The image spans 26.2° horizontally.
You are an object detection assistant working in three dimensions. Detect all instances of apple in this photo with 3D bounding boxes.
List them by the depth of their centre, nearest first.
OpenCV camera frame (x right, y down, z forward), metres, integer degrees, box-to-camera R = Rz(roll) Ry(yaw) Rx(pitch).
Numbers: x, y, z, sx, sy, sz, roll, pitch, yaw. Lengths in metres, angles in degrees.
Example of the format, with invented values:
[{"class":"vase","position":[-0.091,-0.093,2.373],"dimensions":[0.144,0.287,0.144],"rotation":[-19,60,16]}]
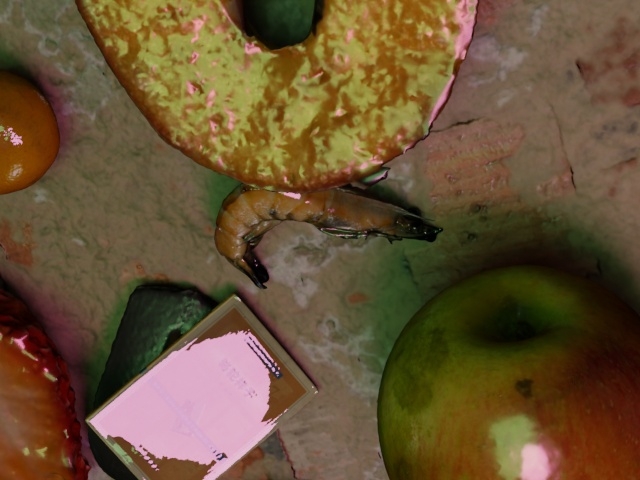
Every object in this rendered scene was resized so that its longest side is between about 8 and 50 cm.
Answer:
[{"class":"apple","position":[0.225,0.189,1.498],"dimensions":[0.340,0.339,0.339],"rotation":[5,111,13]}]

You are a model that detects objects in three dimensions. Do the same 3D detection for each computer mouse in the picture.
[{"class":"computer mouse","position":[-0.201,0.200,1.744],"dimensions":[0.168,0.087,0.295],"rotation":[18,111,4]}]

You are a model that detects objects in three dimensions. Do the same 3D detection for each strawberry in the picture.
[{"class":"strawberry","position":[-0.422,0.203,1.784],"dimensions":[0.265,0.149,0.336],"rotation":[-26,111,15]}]

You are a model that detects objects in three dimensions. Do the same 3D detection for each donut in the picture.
[{"class":"donut","position":[-0.044,-0.254,1.499],"dimensions":[0.435,0.163,0.377],"rotation":[13,114,8]}]

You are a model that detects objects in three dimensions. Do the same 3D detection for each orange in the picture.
[{"class":"orange","position":[-0.389,-0.133,1.655],"dimensions":[0.156,0.124,0.156],"rotation":[5,128,7]}]

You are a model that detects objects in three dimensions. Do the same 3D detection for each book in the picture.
[{"class":"book","position":[-0.145,0.204,1.703],"dimensions":[0.242,0.018,0.170],"rotation":[-41,103,-3]}]

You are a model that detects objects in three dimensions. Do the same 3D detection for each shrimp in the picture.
[{"class":"shrimp","position":[0.000,0.000,1.635],"dimensions":[0.262,0.051,0.198],"rotation":[9,142,-16]}]
